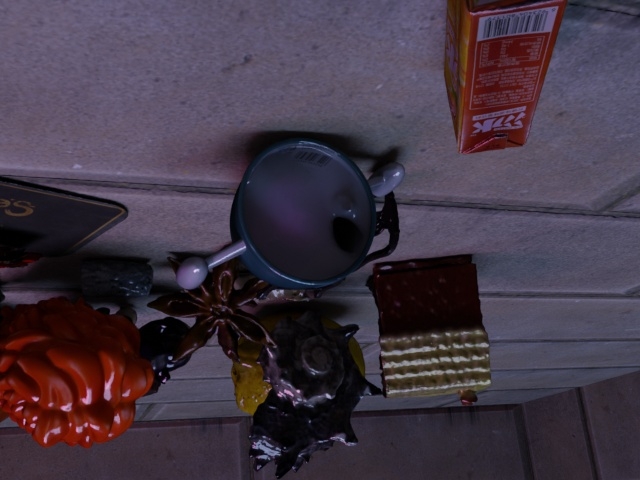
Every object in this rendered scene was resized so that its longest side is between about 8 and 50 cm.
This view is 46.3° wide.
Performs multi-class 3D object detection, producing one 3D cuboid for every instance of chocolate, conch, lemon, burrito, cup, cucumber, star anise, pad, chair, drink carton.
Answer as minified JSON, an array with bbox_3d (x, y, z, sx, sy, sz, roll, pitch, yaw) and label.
[{"bbox_3d":[-0.470,0.029,0.997,0.086,0.028,0.182,-18,170,37],"label":"chocolate"},{"bbox_3d":[-0.030,0.261,1.308,0.186,0.313,0.240,7,152,48],"label":"conch"},{"bbox_3d":[-0.050,0.265,1.542,0.320,0.245,0.245,18,150,-37],"label":"lemon"},{"bbox_3d":[-0.131,0.085,1.301,0.229,0.058,0.063,-2,165,-3],"label":"burrito"},{"bbox_3d":[-0.034,-0.016,0.899,0.299,0.167,0.173,-26,176,-19],"label":"cup"},{"bbox_3d":[-0.321,0.058,1.177,0.112,0.064,0.064,1,159,-22],"label":"cucumber"},{"bbox_3d":[-0.172,0.105,1.202,0.196,0.212,0.111,-28,-155,-11],"label":"star anise"},{"bbox_3d":[-0.435,-0.020,0.923,0.375,0.063,0.315,11,154,-39],"label":"pad"},{"bbox_3d":[0.000,0.000,1.030,0.113,0.106,0.229,3,157,-27],"label":"chair"},{"bbox_3d":[0.144,-0.165,0.622,0.071,0.096,0.223,-7,159,6],"label":"drink carton"}]

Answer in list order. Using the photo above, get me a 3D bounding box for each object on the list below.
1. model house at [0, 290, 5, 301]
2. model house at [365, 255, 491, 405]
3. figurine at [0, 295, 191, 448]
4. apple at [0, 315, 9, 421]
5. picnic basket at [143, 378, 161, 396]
[{"bbox_3d":[-0.601,0.096,1.146,0.211,0.170,0.194,-28,163,-26],"label":"model house"},{"bbox_3d":[0.192,0.171,1.335,0.196,0.254,0.160,-6,157,0],"label":"model house"},{"bbox_3d":[-0.377,0.197,1.242,0.306,0.241,0.412,13,-176,15],"label":"figurine"},{"bbox_3d":[-0.634,0.234,1.368,0.230,0.230,0.230,-5,160,-2],"label":"apple"},{"bbox_3d":[-0.472,0.273,1.624,0.222,0.129,0.297,-22,155,35],"label":"picnic basket"}]
